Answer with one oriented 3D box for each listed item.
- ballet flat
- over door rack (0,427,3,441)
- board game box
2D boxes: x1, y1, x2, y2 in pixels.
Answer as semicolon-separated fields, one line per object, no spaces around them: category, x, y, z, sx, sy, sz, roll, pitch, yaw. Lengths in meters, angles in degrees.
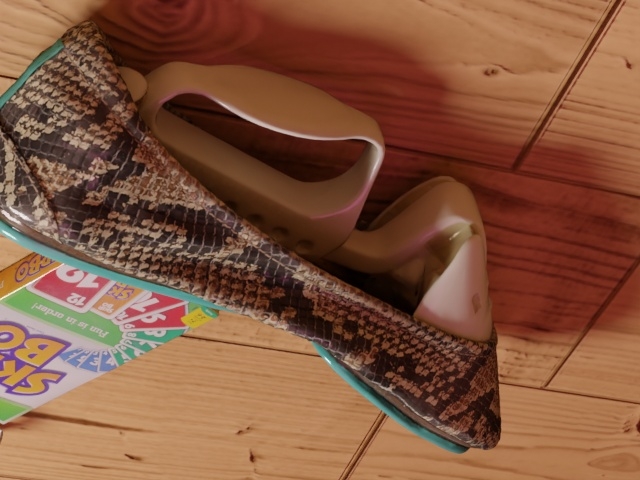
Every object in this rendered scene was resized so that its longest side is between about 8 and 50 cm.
ballet flat;0.000;0.000;1.008;0.482;0.164;0.182;29;110;-31
over door rack;-0.453;0.162;1.184;0.239;0.108;0.324;-24;136;24
board game box;-0.217;0.070;1.151;0.259;0.039;0.124;-25;135;27
